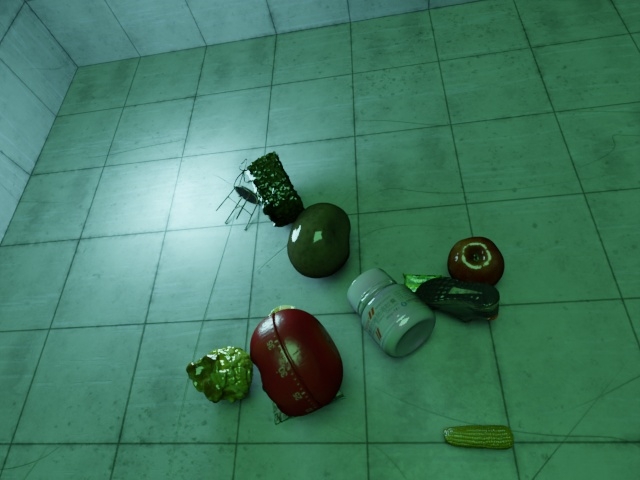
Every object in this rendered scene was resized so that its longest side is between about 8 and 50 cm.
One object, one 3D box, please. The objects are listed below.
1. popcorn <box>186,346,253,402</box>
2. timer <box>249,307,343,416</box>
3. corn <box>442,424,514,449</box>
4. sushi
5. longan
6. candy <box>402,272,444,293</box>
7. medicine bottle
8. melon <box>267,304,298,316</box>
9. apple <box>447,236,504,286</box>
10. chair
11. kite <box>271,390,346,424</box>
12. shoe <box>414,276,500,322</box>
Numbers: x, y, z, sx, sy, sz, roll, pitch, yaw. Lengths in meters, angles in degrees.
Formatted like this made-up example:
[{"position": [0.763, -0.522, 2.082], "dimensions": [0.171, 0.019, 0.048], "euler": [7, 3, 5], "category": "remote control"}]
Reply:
[{"position": [-0.392, 0.522, 1.662], "dimensions": [0.252, 0.205, 0.237], "euler": [6, 13, -21], "category": "popcorn"}, {"position": [-0.083, 0.430, 1.548], "dimensions": [0.279, 0.378, 0.377], "euler": [-30, 59, 2], "category": "timer"}, {"position": [0.543, 0.678, 1.466], "dimensions": [0.231, 0.080, 0.080], "euler": [-6, 60, 11], "category": "corn"}, {"position": [-0.206, -0.223, 2.015], "dimensions": [0.178, 0.294, 0.351], "euler": [-27, 57, -1], "category": "sushi"}, {"position": [0.000, 0.000, 1.859], "dimensions": [0.289, 0.288, 0.349], "euler": [5, 65, 15], "category": "longan"}, {"position": [0.433, 0.189, 1.795], "dimensions": [0.179, 0.032, 0.102], "euler": [1, 64, 11], "category": "candy"}, {"position": [0.266, 0.273, 1.660], "dimensions": [0.241, 0.241, 0.302], "euler": [-36, 50, -9], "category": "medicine bottle"}, {"position": [-0.147, 0.338, 1.813], "dimensions": [0.160, 0.079, 0.128], "euler": [-9, 41, 8], "category": "melon"}, {"position": [0.623, 0.094, 1.714], "dimensions": [0.218, 0.201, 0.218], "euler": [-5, 67, 13], "category": "apple"}, {"position": [-0.380, -0.232, 2.138], "dimensions": [0.170, 0.159, 0.325], "euler": [20, 68, 20], "category": "chair"}, {"position": [-0.090, 0.559, 1.703], "dimensions": [0.406, 0.014, 0.368], "euler": [21, 68, 22], "category": "kite"}, {"position": [0.544, 0.248, 1.677], "dimensions": [0.337, 0.171, 0.132], "euler": [2, 47, 40], "category": "shoe"}]
